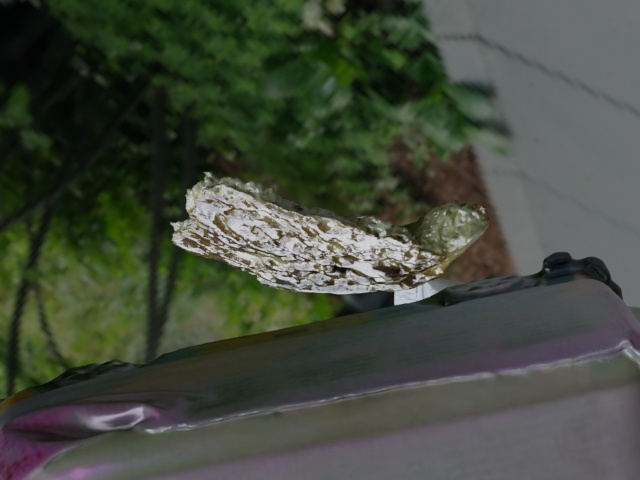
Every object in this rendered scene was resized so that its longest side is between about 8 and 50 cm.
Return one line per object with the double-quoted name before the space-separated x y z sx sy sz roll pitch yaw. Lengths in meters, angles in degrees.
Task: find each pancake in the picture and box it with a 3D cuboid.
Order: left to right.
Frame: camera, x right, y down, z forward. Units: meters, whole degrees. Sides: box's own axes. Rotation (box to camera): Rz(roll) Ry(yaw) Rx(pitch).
"pancake" 0.000 0.000 1.373 0.257 0.056 0.212 13 159 0

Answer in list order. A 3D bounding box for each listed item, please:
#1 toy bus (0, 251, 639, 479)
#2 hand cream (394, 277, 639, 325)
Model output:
"toy bus" -0.004 0.126 0.856 0.162 0.386 0.171 -132 30 -86
"hand cream" 0.222 0.109 1.544 0.314 0.089 0.140 7 124 5
